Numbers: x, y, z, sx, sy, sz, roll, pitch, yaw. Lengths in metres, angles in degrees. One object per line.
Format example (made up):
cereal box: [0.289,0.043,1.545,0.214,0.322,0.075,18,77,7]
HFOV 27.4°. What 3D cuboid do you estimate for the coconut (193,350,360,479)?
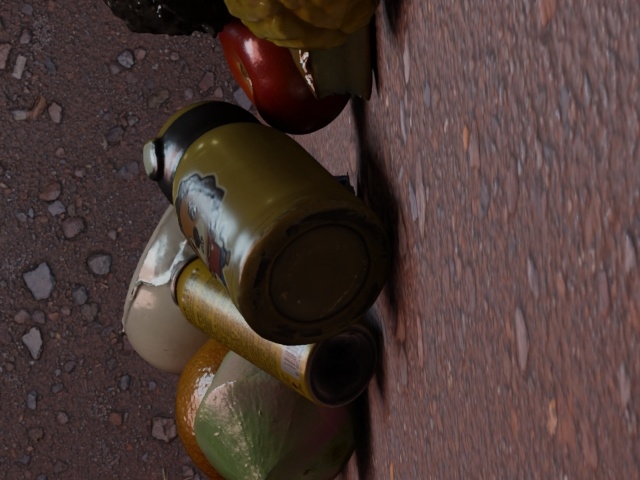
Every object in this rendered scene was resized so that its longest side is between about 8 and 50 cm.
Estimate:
coconut: [-0.050,0.224,1.659,0.236,0.205,0.236,-59,8,14]

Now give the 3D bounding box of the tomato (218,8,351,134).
tomato: [-0.034,-0.221,1.546,0.195,0.136,0.195,60,170,19]

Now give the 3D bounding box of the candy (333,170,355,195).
candy: [0.000,0.000,1.602,0.073,0.092,0.160,-94,1,-57]

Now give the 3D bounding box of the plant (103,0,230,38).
plant: [-0.146,-0.302,1.464,0.203,0.131,0.142,-1,55,46]

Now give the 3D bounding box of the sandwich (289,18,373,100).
sandwich: [0.005,-0.275,1.406,0.096,0.094,0.258,-164,70,-83]

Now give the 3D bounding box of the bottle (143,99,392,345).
bottle: [-0.077,-0.039,1.438,0.351,0.172,0.171,44,141,51]

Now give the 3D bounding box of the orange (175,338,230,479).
orange: [-0.086,0.239,1.918,0.264,0.264,0.264,177,90,-84]

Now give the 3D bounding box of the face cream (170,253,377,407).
face cream: [-0.077,0.092,1.583,0.349,0.105,0.105,24,121,49]

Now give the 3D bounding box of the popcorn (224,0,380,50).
popcorn: [-0.008,-0.303,1.251,0.226,0.200,0.203,58,-148,-15]

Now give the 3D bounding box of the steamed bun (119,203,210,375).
steamed bun: [-0.141,0.058,2.119,0.374,0.241,0.374,-63,-6,-11]
